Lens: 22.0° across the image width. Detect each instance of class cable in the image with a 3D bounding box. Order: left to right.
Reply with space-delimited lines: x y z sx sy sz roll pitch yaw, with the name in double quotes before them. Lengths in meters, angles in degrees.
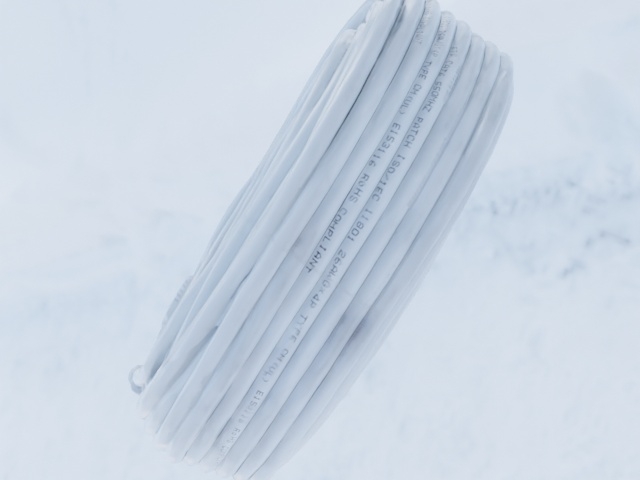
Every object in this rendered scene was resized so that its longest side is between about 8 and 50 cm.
"cable" 0.000 0.000 0.798 0.257 0.089 0.257 -58 4 3
